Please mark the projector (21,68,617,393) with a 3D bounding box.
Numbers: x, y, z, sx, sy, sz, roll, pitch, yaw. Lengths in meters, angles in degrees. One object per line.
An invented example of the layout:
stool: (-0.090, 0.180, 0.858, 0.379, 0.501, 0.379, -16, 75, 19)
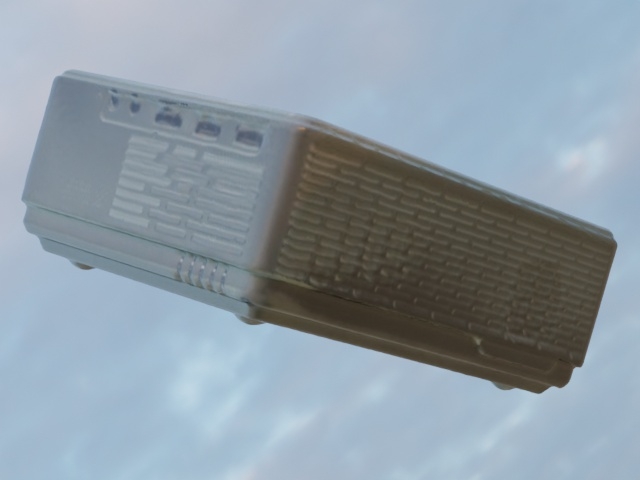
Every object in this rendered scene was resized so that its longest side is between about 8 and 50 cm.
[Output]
projector: (0.000, 0.000, 0.897, 0.256, 0.192, 0.099, 17, -90, -47)
